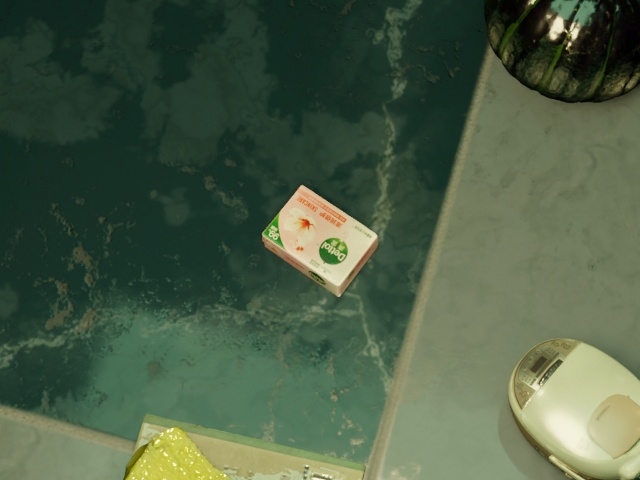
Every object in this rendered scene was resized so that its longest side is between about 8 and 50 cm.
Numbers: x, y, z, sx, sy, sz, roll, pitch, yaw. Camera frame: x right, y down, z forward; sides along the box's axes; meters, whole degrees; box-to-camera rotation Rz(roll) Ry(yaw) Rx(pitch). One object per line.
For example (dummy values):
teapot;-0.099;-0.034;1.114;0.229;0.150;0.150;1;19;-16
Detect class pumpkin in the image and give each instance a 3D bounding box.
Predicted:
pumpkin;0.339;-0.301;1.942;0.250;0.216;0.250;10;47;-11

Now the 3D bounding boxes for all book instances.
book;-0.105;0.337;1.806;0.282;0.025;0.215;14;69;7

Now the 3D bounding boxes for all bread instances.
bread;-0.176;0.295;1.751;0.114;0.111;0.129;35;48;10

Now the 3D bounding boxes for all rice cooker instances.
rice cooker;0.317;0.210;1.787;0.206;0.127;0.145;41;76;12

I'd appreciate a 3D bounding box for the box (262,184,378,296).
box;0.000;0.000;1.923;0.125;0.043;0.089;33;74;14
